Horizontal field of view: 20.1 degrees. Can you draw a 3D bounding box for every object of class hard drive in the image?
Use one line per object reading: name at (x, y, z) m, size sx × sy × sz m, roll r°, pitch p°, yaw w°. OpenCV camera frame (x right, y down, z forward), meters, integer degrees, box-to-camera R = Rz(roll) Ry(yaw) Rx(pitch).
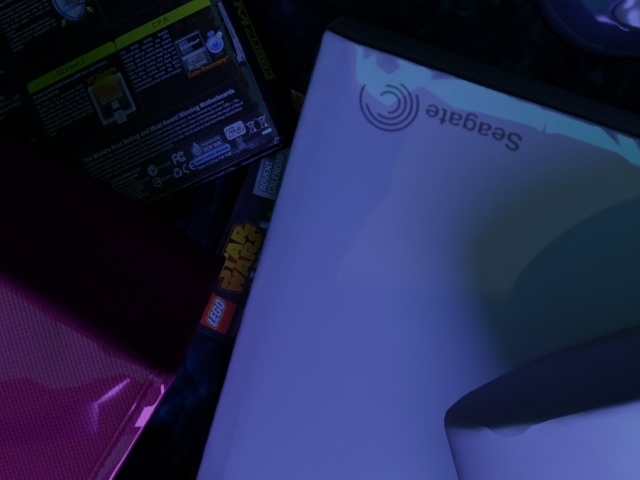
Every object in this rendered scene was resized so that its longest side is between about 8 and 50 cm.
hard drive at (0.066, 0.095, 0.882) m, size 0.233 × 0.047 × 0.353 m, roll 20°, pitch 109°, yaw 9°

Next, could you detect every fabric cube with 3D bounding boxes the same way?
fabric cube at (-0.222, 0.068, 0.788) m, size 0.258 × 0.254 × 0.259 m, roll 31°, pitch 98°, yaw -5°

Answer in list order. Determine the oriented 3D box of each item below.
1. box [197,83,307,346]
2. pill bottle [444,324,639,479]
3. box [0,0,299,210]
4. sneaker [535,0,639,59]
box at (0.000, 0.000, 0.923) m, size 0.094 × 0.027 × 0.137 m, roll 24°, pitch 101°, yaw 9°
pill bottle at (0.181, 0.221, 0.744) m, size 0.210 × 0.210 × 0.363 m, roll -16°, pitch 94°, yaw 13°
box at (-0.128, -0.098, 0.917) m, size 0.191 × 0.045 × 0.184 m, roll -24°, pitch 86°, yaw 21°
sneaker at (0.234, -0.180, 0.800) m, size 0.319 × 0.131 × 0.112 m, roll -29°, pitch 90°, yaw 14°
